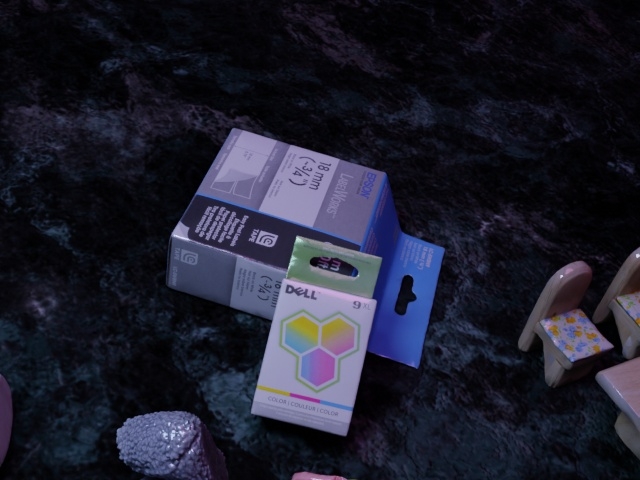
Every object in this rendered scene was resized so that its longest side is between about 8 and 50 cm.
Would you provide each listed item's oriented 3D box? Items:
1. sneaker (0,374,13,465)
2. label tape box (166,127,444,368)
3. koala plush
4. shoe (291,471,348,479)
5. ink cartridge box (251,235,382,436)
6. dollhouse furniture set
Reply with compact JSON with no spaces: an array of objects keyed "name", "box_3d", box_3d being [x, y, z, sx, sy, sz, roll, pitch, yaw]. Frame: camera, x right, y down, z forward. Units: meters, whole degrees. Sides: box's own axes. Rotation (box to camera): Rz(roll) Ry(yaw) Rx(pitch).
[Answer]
[{"name":"sneaker","box_3d":[-0.365,0.217,0.866,0.094,0.080,0.212,1,44,2]},{"name":"label tape box","box_3d":[0.000,0.000,1.164,0.333,0.106,0.241,17,43,3]},{"name":"koala plush","box_3d":[-0.185,0.285,0.792,0.221,0.203,0.196,-13,58,1]},{"name":"shoe","box_3d":[0.044,0.291,0.898,0.177,0.063,0.081,14,48,7]},{"name":"ink cartridge box","box_3d":[-0.001,0.104,1.002,0.108,0.062,0.209,14,82,0]},{"name":"dollhouse furniture set","box_3d":[0.521,0.127,1.058,0.394,0.257,0.362,-13,49,-27]}]
